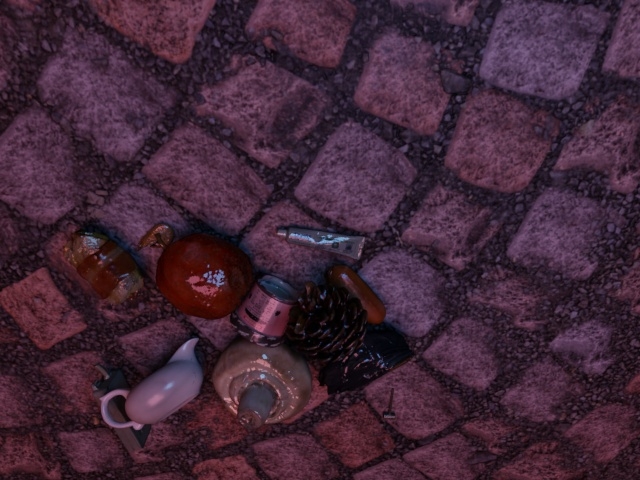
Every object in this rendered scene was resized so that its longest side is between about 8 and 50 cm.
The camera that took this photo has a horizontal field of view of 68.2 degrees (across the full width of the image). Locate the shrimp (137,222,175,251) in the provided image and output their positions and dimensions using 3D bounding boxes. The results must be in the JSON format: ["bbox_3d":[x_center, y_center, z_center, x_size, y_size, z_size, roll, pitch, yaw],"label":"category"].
[{"bbox_3d":[-0.400,0.000,1.157,0.108,0.023,0.059,-40,118,17],"label":"shrimp"}]

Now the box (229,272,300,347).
[{"bbox_3d":[-0.130,0.167,1.173,0.151,0.151,0.135,25,105,-12],"label":"box"}]

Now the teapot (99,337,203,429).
[{"bbox_3d":[-0.431,0.393,1.244,0.299,0.208,0.166,-24,90,-9],"label":"teapot"}]

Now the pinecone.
[{"bbox_3d":[0.007,0.191,1.091,0.204,0.179,0.184,20,99,-47],"label":"pinecone"}]

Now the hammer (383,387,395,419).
[{"bbox_3d":[0.208,0.483,1.396,0.035,0.019,0.110,2,113,-2],"label":"hammer"}]

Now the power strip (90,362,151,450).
[{"bbox_3d":[-0.567,0.463,1.337,0.053,0.093,0.288,-12,116,7],"label":"power strip"}]

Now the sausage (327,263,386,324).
[{"bbox_3d":[0.091,0.135,1.198,0.076,0.076,0.197,-36,109,15],"label":"sausage"}]

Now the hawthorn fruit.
[{"bbox_3d":[-0.287,0.070,1.101,0.253,0.205,0.205,33,111,-6],"label":"hawthorn fruit"}]

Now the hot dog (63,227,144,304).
[{"bbox_3d":[-0.517,0.059,1.146,0.146,0.103,0.213,-25,105,34],"label":"hot dog"}]

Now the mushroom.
[{"bbox_3d":[-0.153,0.376,1.221,0.260,0.234,0.254,-8,112,4],"label":"mushroom"}]

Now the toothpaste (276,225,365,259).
[{"bbox_3d":[0.000,0.000,1.154,0.218,0.041,0.064,11,109,-10],"label":"toothpaste"}]

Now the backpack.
[{"bbox_3d":[0.099,0.319,1.234,0.258,0.206,0.133,-43,64,28],"label":"backpack"}]
